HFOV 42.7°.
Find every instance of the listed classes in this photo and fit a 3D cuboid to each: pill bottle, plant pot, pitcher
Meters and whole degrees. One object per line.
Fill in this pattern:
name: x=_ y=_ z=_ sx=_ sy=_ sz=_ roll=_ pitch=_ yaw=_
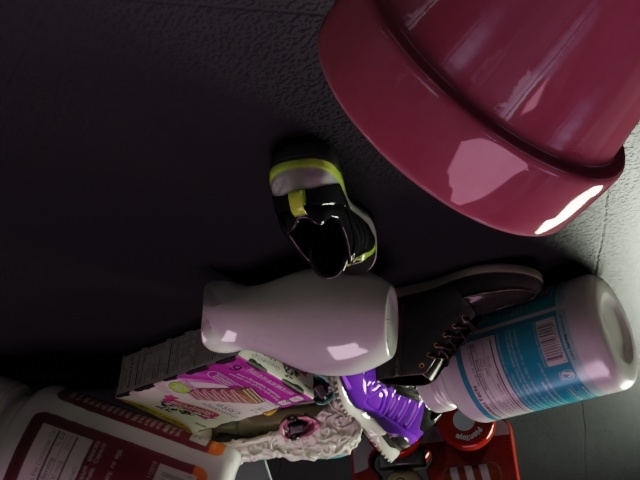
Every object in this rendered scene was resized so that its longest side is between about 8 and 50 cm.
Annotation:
pill bottle: x=-0.331 y=0.340 z=1.161 sx=0.392 sy=0.224 sz=0.224 roll=20 pitch=151 yaw=2
plant pot: x=0.127 y=-0.133 z=0.473 sx=0.201 sy=0.201 sz=0.180 roll=15 pitch=132 yaw=-31
pitcher: x=-0.012 y=0.093 z=0.963 sx=0.207 sy=0.125 sz=0.178 roll=0 pitch=175 yaw=16
pill bottle: x=0.253 y=0.147 z=1.050 sx=0.264 sy=0.146 sz=0.146 roll=-22 pitch=147 yaw=33

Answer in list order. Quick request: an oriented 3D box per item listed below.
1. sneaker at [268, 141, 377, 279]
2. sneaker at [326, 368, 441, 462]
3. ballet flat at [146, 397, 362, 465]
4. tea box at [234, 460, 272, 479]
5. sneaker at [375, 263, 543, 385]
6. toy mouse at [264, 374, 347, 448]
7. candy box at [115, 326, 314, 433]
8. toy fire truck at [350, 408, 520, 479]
sneaker: x=0.000 y=0.000 z=0.788 sx=0.084 sy=0.097 sz=0.234 roll=-11 pitch=152 yaw=14
sneaker: x=0.100 y=0.207 z=1.209 sx=0.146 sy=0.102 sz=0.293 roll=-32 pitch=136 yaw=2
ballet flat: x=-0.135 y=0.285 z=1.319 sx=0.409 sy=0.147 sz=0.147 roll=-6 pitch=152 yaw=-2
tea box: x=-0.244 y=0.534 z=1.572 sx=0.329 sy=0.220 sz=0.323 roll=-17 pitch=155 yaw=-9
sneaker: x=0.166 y=0.107 z=0.989 sx=0.222 sy=0.118 sz=0.083 roll=-16 pitch=150 yaw=23
toy mouse: x=-0.025 y=0.247 z=1.239 sx=0.143 sy=0.161 sz=0.031 roll=12 pitch=-167 yaw=-16
candy box: x=-0.146 y=0.190 z=1.140 sx=0.233 sy=0.071 sz=0.159 roll=-22 pitch=138 yaw=32
toy fire truck: x=0.205 y=0.416 z=1.437 sx=0.302 sy=0.253 sz=0.169 roll=-9 pitch=152 yaw=10
